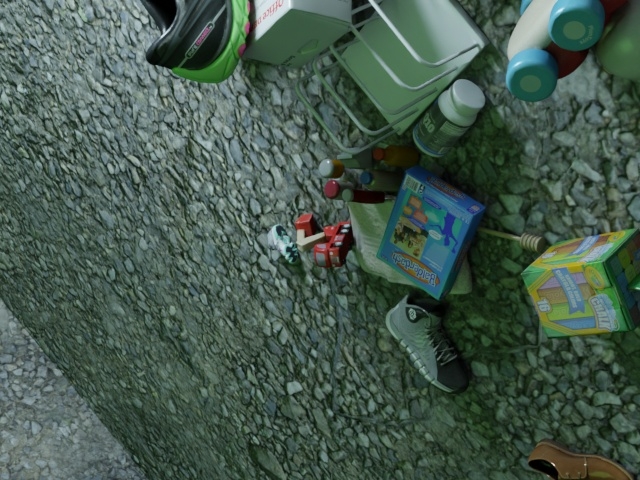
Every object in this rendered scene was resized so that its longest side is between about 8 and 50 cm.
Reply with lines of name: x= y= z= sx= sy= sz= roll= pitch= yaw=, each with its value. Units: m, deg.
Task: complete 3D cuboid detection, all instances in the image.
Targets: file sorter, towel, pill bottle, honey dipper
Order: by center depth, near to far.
file sorter: x=0.113 y=-0.311 z=1.602 sx=0.193 sy=0.173 sz=0.278 roll=52 pitch=139 yaw=7
pill bottle: x=0.228 y=-0.217 z=1.617 sx=0.078 sy=0.078 sz=0.137 roll=50 pitch=139 yaw=10
honey dipper: x=0.336 y=-0.011 z=1.677 sx=0.160 sy=0.030 sz=0.031 roll=19 pitch=127 yaw=41
towel: x=0.173 y=0.000 z=1.833 sx=0.282 sy=0.049 sz=0.187 roll=11 pitch=122 yaw=41

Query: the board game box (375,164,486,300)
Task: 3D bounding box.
board game box: x=0.204 y=-0.014 z=1.724 sx=0.160 sy=0.047 sz=0.210 roll=36 pitch=130 yaw=23

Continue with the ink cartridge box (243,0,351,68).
ink cartridge box: x=-0.044 y=-0.473 z=1.573 sx=0.211 sy=0.121 sz=0.289 roll=-24 pitch=63 yaw=60

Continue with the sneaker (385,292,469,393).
sneaker: x=0.235 y=0.202 z=1.871 sx=0.229 sy=0.086 sz=0.132 roll=46 pitch=136 yaw=16

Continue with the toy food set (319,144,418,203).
toy food set: x=0.070 y=-0.129 z=1.784 sx=0.232 sy=0.104 sz=0.111 roll=1 pitch=90 yaw=43

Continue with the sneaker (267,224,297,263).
sneaker: x=-0.093 y=0.017 z=2.128 sx=0.069 sy=0.038 sz=0.098 roll=-33 pitch=80 yaw=52

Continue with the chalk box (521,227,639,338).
chalk box: x=0.469 y=0.070 z=1.511 sx=0.213 sy=0.132 sz=0.132 roll=-15 pitch=103 yaw=48

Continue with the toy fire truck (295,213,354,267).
toy fire truck: x=0.000 y=0.000 z=1.941 sx=0.135 sy=0.192 sz=0.047 roll=-4 pitch=115 yaw=16

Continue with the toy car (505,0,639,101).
toy car: x=0.417 y=-0.289 z=1.327 sx=0.237 sy=0.219 sz=0.210 roll=27 pitch=139 yaw=-8

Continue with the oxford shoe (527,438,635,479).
oxford shoe: x=0.501 y=0.452 z=1.765 sx=0.212 sy=0.076 sz=0.076 roll=9 pitch=119 yaw=40

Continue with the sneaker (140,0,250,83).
sneaker: x=-0.240 y=-0.512 z=1.578 sx=0.185 sy=0.202 sz=0.483 roll=146 pitch=120 yaw=-63
